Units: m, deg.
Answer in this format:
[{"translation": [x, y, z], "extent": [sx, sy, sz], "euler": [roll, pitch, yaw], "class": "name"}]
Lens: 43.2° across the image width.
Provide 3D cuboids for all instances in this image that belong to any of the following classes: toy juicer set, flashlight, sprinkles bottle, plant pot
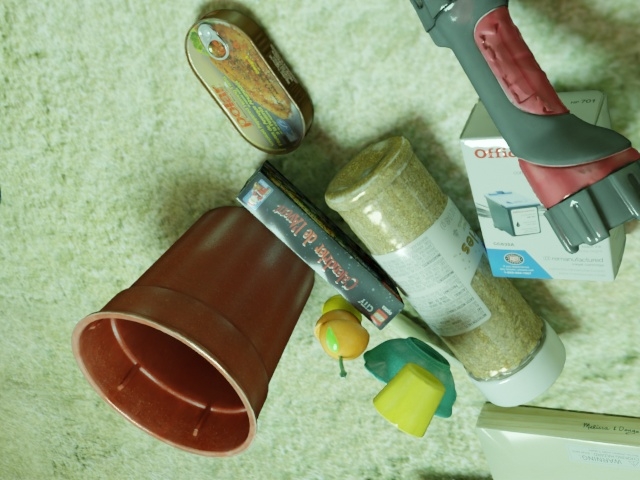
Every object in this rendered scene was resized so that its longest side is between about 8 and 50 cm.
[{"translation": [0.088, 0.156, 1.046], "extent": [0.209, 0.329, 0.090], "euler": [36, 99, 20], "class": "toy juicer set"}, {"translation": [0.191, -0.142, 0.725], "extent": [0.304, 0.103, 0.103], "euler": [63, 167, 6], "class": "flashlight"}, {"translation": [0.155, 0.043, 0.978], "extent": [0.121, 0.121, 0.355], "euler": [-22, 116, 43], "class": "sprinkles bottle"}, {"translation": [-0.151, 0.109, 1.120], "extent": [0.272, 0.265, 0.273], "euler": [17, 136, 17], "class": "plant pot"}]

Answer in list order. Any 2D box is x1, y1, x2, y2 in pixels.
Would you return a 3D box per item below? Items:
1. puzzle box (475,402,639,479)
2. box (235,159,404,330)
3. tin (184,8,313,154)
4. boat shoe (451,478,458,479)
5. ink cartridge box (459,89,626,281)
[{"translation": [0.449, 0.358, 1.155], "extent": [0.408, 0.052, 0.272], "euler": [0, 129, 31], "class": "puzzle box"}, {"translation": [0.000, 0.000, 1.005], "extent": [0.233, 0.159, 0.044], "euler": [43, 96, -8], "class": "box"}, {"translation": [-0.084, -0.188, 0.968], "extent": [0.106, 0.040, 0.190], "euler": [-18, 118, 37], "class": "tin"}, {"translation": [0.238, 0.486, 1.396], "extent": [0.083, 0.065, 0.183], "euler": [24, 137, 11], "class": "boat shoe"}, {"translation": [0.241, -0.054, 0.865], "extent": [0.139, 0.082, 0.191], "euler": [1, 131, 31], "class": "ink cartridge box"}]
